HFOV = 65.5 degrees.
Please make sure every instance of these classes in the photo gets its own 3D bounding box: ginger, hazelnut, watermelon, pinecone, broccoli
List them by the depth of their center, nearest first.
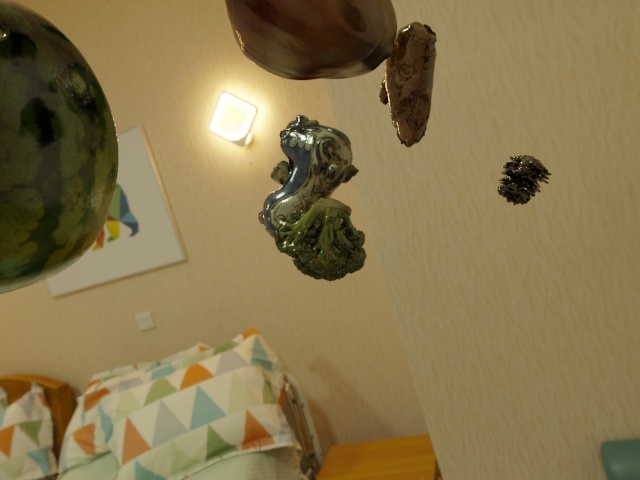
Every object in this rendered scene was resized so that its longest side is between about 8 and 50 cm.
[{"bbox_3d":[-0.284,-0.050,0.438,0.159,0.303,0.128,18,18,-6],"label":"watermelon"},{"bbox_3d":[-0.012,-0.278,0.570,0.210,0.186,0.210,-10,7,1],"label":"hazelnut"},{"bbox_3d":[0.119,-0.219,0.697,0.074,0.162,0.103,4,25,7],"label":"ginger"},{"bbox_3d":[0.328,-0.098,0.811,0.077,0.083,0.077,24,18,-9],"label":"pinecone"},{"bbox_3d":[0.000,0.000,0.827,0.162,0.137,0.145,6,26,-8],"label":"broccoli"}]

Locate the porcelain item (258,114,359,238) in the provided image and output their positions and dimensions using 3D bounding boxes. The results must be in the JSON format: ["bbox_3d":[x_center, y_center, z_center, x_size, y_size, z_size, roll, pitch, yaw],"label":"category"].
[{"bbox_3d":[-0.048,-0.133,1.128,0.288,0.186,0.138,-60,-19,17],"label":"porcelain item"}]
